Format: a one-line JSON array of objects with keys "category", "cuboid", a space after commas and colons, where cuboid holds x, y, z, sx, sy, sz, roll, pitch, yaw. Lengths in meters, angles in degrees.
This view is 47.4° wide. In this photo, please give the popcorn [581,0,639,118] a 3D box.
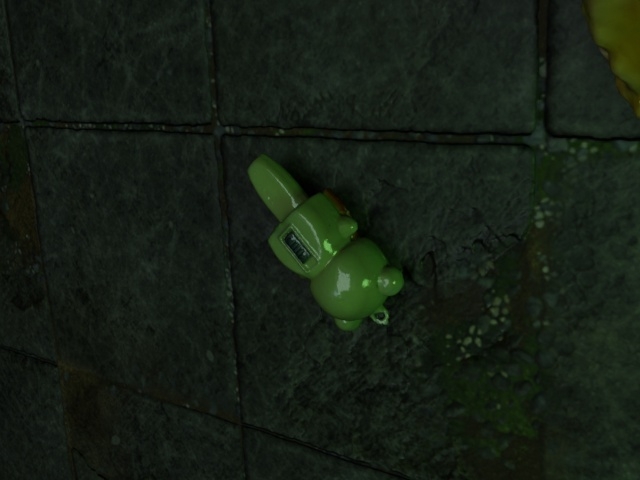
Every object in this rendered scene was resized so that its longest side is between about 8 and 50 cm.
[{"category": "popcorn", "cuboid": [0.405, -0.223, 0.515, 0.344, 0.354, 0.390, 43, 170, -23]}]

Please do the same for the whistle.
[{"category": "whistle", "cuboid": [0.000, 0.000, 0.992, 0.288, 0.106, 0.131, 52, 128, 10]}]
